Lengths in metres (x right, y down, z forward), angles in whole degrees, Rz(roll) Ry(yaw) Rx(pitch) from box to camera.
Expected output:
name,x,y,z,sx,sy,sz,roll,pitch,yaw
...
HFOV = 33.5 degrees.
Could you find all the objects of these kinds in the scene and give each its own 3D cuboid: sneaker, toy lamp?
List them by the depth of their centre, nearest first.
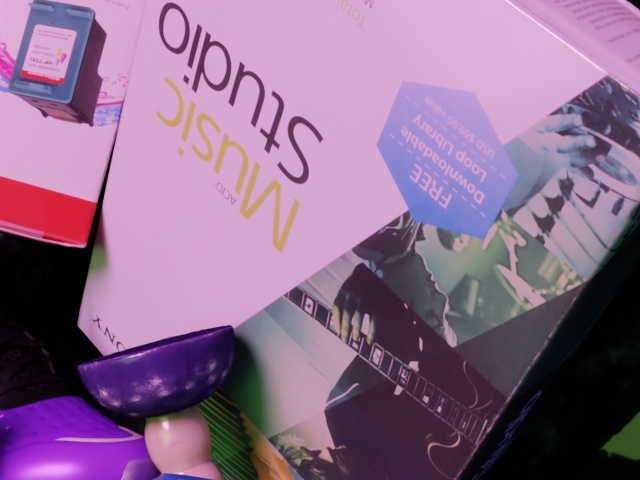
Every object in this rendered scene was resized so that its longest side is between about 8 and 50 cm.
name,x,y,z,sx,sy,sz,roll,pitch,yaw
toy lamp,-0.036,0.177,0.469,0.080,0.080,0.274,-14,89,29
sneaker,-0.215,0.082,0.640,0.293,0.102,0.146,5,86,31

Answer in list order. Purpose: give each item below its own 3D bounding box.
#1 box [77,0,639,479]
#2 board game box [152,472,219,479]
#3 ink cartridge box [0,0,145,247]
name,x,y,z,sx,sy,sz,roll,pitch,yaw
box,0.000,0.000,0.464,0.232,0.058,0.322,43,136,24
board game box,0.060,0.264,0.387,0.308,0.086,0.302,10,90,-1
ink cartridge box,-0.153,-0.071,0.585,0.134,0.078,0.231,-177,102,-74
